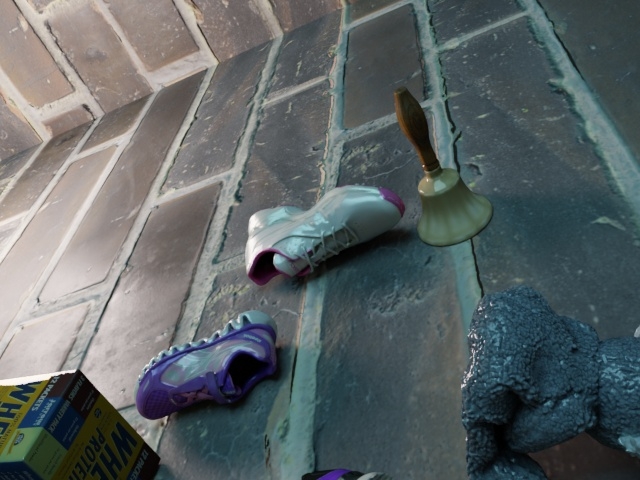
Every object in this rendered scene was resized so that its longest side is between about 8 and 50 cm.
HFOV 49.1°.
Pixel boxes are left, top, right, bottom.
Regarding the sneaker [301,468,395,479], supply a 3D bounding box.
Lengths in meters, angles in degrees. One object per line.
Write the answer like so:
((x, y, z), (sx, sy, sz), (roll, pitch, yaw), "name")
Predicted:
((-0.042, 0.349, 0.691), (0.146, 0.102, 0.293), (-2, 35, 44), "sneaker")

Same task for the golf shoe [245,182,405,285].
((0.000, 0.000, 1.165), (0.306, 0.115, 0.140), (-15, 43, 34), "golf shoe")

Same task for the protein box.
((-0.365, 0.294, 0.927), (0.201, 0.200, 0.136), (-12, 35, 26), "protein box")

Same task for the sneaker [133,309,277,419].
((-0.161, 0.197, 1.014), (0.236, 0.095, 0.105), (-29, 38, -1), "sneaker")

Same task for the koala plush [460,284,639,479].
((0.260, 0.143, 0.667), (0.221, 0.203, 0.196), (4, 44, 26), "koala plush")

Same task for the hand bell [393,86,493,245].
((0.165, -0.123, 1.057), (0.126, 0.242, 0.126), (-20, 32, 13), "hand bell")
